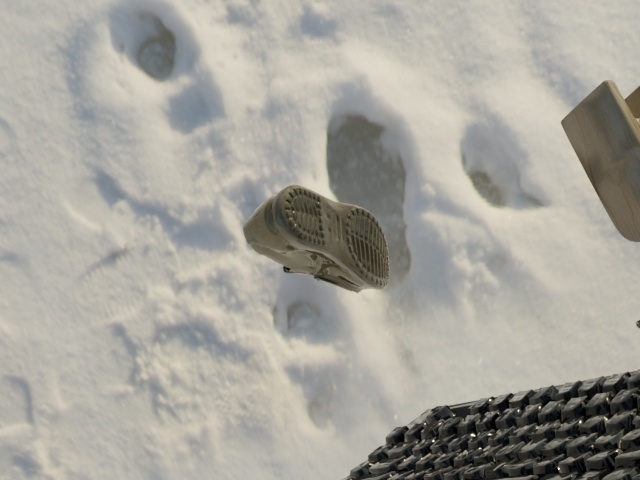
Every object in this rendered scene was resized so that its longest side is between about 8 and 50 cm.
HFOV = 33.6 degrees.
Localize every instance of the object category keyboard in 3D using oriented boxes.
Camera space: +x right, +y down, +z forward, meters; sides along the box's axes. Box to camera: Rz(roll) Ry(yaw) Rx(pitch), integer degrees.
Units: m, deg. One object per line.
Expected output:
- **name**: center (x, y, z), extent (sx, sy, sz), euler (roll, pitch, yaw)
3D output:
- **keyboard**: center (0.131, 0.059, 0.398), extent (0.201, 0.317, 0.033), euler (-26, 92, -36)

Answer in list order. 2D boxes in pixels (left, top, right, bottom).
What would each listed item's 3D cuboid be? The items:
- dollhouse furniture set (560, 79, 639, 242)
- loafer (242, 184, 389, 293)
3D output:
- **dollhouse furniture set**: center (0.305, -0.065, 0.574), extent (0.212, 0.242, 0.161), euler (-8, 65, -34)
- **loafer**: center (0.000, 0.000, 0.736), extent (0.050, 0.148, 0.056), euler (-11, 64, 30)
